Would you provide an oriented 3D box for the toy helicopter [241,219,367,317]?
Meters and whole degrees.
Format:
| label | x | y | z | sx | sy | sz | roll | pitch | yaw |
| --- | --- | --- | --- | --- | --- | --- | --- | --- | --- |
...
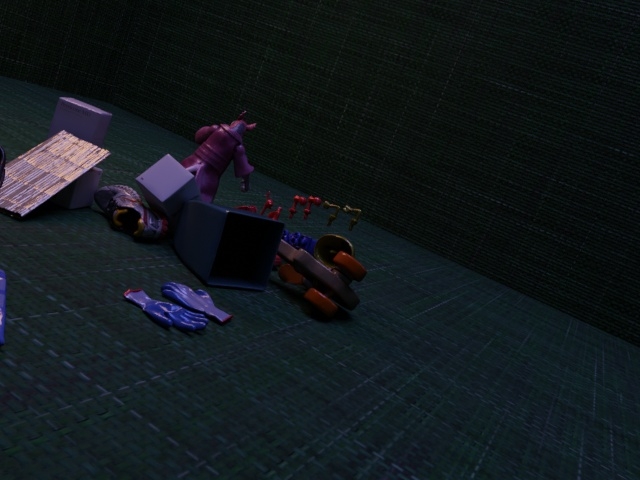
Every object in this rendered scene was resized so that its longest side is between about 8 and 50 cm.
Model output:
| label | x | y | z | sx | sy | sz | roll | pitch | yaw |
| --- | --- | --- | --- | --- | --- | --- | --- | --- | --- |
| toy helicopter | -0.049 | 0.054 | 1.465 | 0.355 | 0.140 | 0.235 | 36 | -8 | 14 |

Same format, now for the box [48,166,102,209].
| label | x | y | z | sx | sy | sz | roll | pitch | yaw |
| --- | --- | --- | --- | --- | --- | --- | --- | --- | --- |
| box | -0.608 | -0.140 | 1.449 | 0.087 | 0.101 | 0.102 | 23 | 13 | 6 |

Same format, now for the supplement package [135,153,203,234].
| label | x | y | z | sx | sy | sz | roll | pitch | yaw |
| --- | --- | --- | --- | --- | --- | --- | --- | --- | --- |
| supplement package | -0.367 | -0.107 | 1.480 | 0.105 | 0.105 | 0.179 | 39 | -21 | 21 |

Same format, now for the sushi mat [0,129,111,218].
| label | x | y | z | sx | sy | sz | roll | pitch | yaw |
| --- | --- | --- | --- | --- | --- | --- | --- | --- | --- |
| sushi mat | -0.630 | -0.157 | 1.340 | 0.152 | 0.019 | 0.316 | 24 | 38 | 6 |

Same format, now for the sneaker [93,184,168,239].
| label | x | y | z | sx | sy | sz | roll | pitch | yaw |
| --- | --- | --- | --- | --- | --- | --- | --- | --- | --- |
| sneaker | -0.472 | -0.074 | 1.429 | 0.225 | 0.087 | 0.093 | 27 | 13 | 26 |

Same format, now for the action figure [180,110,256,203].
| label | x | y | z | sx | sy | sz | roll | pitch | yaw |
| --- | --- | --- | --- | --- | --- | --- | --- | --- | --- |
| action figure | -0.335 | -0.240 | 1.733 | 0.248 | 0.370 | 0.276 | 36 | -3 | 11 |

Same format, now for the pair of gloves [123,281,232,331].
| label | x | y | z | sx | sy | sz | roll | pitch | yaw |
| --- | --- | --- | --- | --- | --- | --- | --- | --- | --- |
| pair of gloves | -0.253 | 0.119 | 1.092 | 0.159 | 0.023 | 0.198 | 25 | 12 | 17 |

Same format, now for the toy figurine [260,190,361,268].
| label | x | y | z | sx | sy | sz | roll | pitch | yaw |
| --- | --- | --- | --- | --- | --- | --- | --- | --- | --- |
| toy figurine | 0.000 | 0.000 | 1.701 | 0.363 | 0.191 | 0.217 | 10 | -13 | 34 |

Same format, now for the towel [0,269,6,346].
| label | x | y | z | sx | sy | sz | roll | pitch | yaw |
| --- | --- | --- | --- | --- | --- | --- | --- | --- | --- |
| towel | -0.549 | 0.043 | 0.757 | 0.285 | 0.034 | 0.209 | 26 | 8 | -32 |

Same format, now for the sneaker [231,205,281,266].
| label | x | y | z | sx | sy | sz | roll | pitch | yaw |
| --- | --- | --- | --- | --- | --- | --- | --- | --- | --- |
| sneaker | -0.186 | -0.022 | 1.614 | 0.221 | 0.127 | 0.087 | 26 | 12 | 22 |

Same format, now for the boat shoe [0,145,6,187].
| label | x | y | z | sx | sy | sz | roll | pitch | yaw |
| --- | --- | --- | --- | --- | --- | --- | --- | --- | --- |
| boat shoe | -0.569 | -0.086 | 0.906 | 0.127 | 0.113 | 0.340 | 36 | 11 | -12 |

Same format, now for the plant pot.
| label | x | y | z | sx | sy | sz | roll | pitch | yaw |
| --- | --- | --- | --- | --- | --- | --- | --- | --- | --- |
| plant pot | -0.234 | -0.007 | 1.388 | 0.166 | 0.165 | 0.234 | 11 | 10 | -43 |

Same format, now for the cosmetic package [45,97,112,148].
| label | x | y | z | sx | sy | sz | roll | pitch | yaw |
| --- | --- | --- | --- | --- | --- | --- | --- | --- | --- |
| cosmetic package | -0.640 | -0.241 | 1.533 | 0.118 | 0.230 | 0.085 | 21 | 11 | -2 |
